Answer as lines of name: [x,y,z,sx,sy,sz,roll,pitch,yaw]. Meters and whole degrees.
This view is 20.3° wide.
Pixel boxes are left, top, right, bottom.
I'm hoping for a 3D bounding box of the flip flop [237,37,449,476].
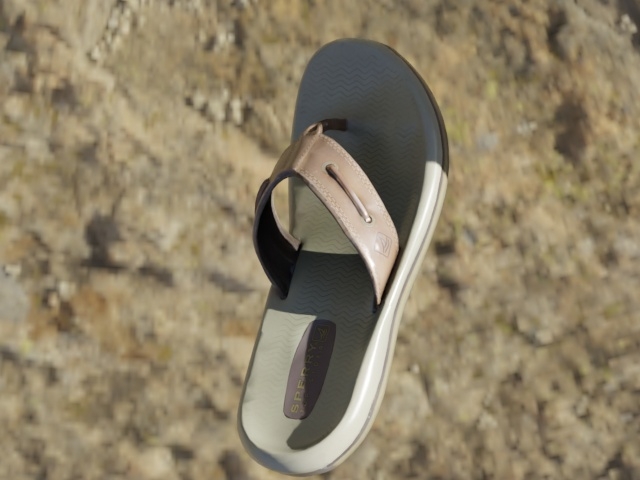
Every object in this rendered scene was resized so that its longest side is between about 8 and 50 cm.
flip flop: [0.000,0.000,1.057,0.112,0.277,0.080,1,156,35]
